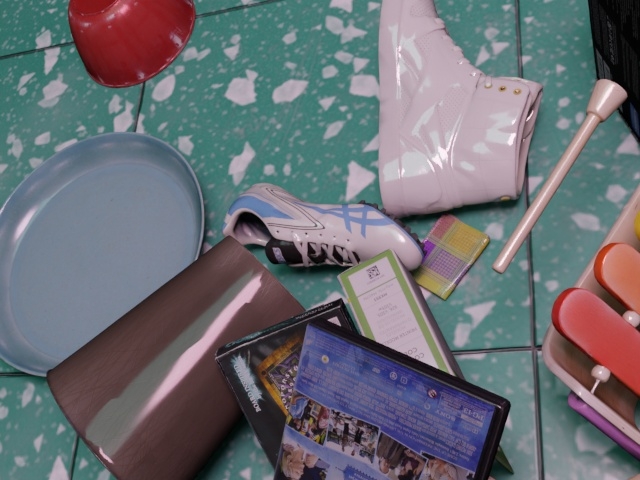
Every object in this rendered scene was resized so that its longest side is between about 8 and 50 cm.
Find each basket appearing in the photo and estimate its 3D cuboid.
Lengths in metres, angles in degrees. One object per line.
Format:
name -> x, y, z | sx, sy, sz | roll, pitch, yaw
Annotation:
basket -> -0.128, 0.118, 0.822 | 0.227, 0.154, 0.204 | -44, 47, -7

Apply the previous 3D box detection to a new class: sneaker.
sneaker -> 0.151, -0.169, 0.879 | 0.169, 0.108, 0.293 | -5, 73, 18
sneaker -> 0.000, 0.000, 0.859 | 0.237, 0.085, 0.086 | 14, 58, 34

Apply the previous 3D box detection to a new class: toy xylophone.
toy xylophone -> 0.282, 0.012, 0.682 | 0.323, 0.236, 0.081 | -63, 19, -7

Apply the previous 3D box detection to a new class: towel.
towel -> 0.130, 0.015, 0.846 | 0.060, 0.009, 0.083 | 32, 81, 31

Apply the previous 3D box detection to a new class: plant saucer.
plant saucer -> -0.274, 0.015, 0.993 | 0.317, 0.044, 0.318 | -9, 62, 17

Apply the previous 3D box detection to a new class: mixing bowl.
mixing bowl -> -0.274, -0.312, 1.122 | 0.181, 0.098, 0.181 | -10, 61, 19

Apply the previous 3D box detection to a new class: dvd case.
dvd case -> 0.043, 0.212, 0.695 | 0.180, 0.022, 0.253 | 21, 108, 26

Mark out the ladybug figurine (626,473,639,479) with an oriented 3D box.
ladybug figurine -> 0.353, 0.314, 0.515 | 0.449, 0.162, 0.305 | 29, 79, 30

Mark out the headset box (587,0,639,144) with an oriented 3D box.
headset box -> 0.393, -0.233, 0.722 | 0.283, 0.246, 0.131 | -25, 58, 8

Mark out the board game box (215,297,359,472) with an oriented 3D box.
board game box -> 0.000, 0.158, 0.748 | 0.126, 0.026, 0.186 | -22, 103, 11

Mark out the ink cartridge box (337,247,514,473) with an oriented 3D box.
ink cartridge box -> 0.093, 0.121, 0.750 | 0.062, 0.109, 0.209 | -29, 58, 7

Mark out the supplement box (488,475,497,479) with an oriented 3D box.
supplement box -> 0.119, 0.246, 0.720 | 0.062, 0.036, 0.098 | 27, 78, 31
